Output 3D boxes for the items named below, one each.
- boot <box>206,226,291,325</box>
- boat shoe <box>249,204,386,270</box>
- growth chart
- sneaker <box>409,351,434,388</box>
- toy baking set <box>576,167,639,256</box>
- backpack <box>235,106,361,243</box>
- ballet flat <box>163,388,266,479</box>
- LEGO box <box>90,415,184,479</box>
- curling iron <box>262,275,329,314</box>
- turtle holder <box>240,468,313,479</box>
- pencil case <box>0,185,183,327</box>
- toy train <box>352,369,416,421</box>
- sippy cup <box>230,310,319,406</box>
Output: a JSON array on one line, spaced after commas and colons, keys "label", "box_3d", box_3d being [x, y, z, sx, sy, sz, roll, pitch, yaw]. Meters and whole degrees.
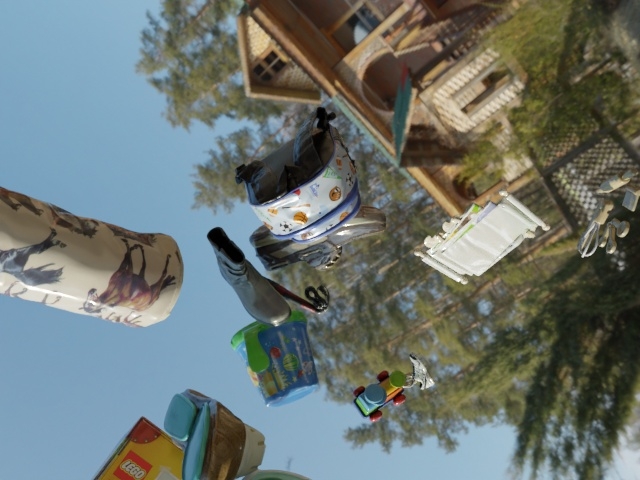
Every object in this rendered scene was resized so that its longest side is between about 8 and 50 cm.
[{"label": "boot", "box_3d": [-0.173, 0.085, 1.318, 0.246, 0.083, 0.161, 41, 161, 25]}, {"label": "boat shoe", "box_3d": [0.000, 0.000, 1.420, 0.132, 0.355, 0.130, -48, -55, -61]}, {"label": "growth chart", "box_3d": [0.325, -0.005, 1.174, 0.172, 0.237, 0.021, 38, -154, -25]}, {"label": "sneaker", "box_3d": [0.205, 0.275, 1.205, 0.083, 0.037, 0.032, 58, 179, -3]}, {"label": "toy baking set", "box_3d": [0.663, -0.059, 1.346, 0.030, 0.196, 0.256, 18, 173, 2]}, {"label": "backpack", "box_3d": [-0.038, -0.115, 1.231, 0.213, 0.276, 0.263, 50, -166, -20]}, {"label": "ballet flat", "box_3d": [-0.155, 0.303, 0.874, 0.124, 0.342, 0.116, 21, -103, -19]}, {"label": "LEGO box", "box_3d": [-0.356, 0.732, 1.350, 0.500, 0.193, 0.372, 39, -138, -5]}, {"label": "curling iron", "box_3d": [-0.095, 0.110, 1.403, 0.274, 0.068, 0.035, 18, 174, 23]}, {"label": "turtle holder", "box_3d": [-0.084, 0.474, 0.805, 0.227, 0.243, 0.320, 44, -133, 13]}, {"label": "pencil case", "box_3d": [-0.421, 0.007, 0.866, 0.410, 0.160, 0.183, 24, -162, -36]}, {"label": "toy train", "box_3d": [0.215, 0.408, 1.648, 0.105, 0.248, 0.143, 54, 159, 21]}, {"label": "sippy cup", "box_3d": [-0.116, 0.353, 1.667, 0.306, 0.240, 0.224, -3, -120, -40]}]
